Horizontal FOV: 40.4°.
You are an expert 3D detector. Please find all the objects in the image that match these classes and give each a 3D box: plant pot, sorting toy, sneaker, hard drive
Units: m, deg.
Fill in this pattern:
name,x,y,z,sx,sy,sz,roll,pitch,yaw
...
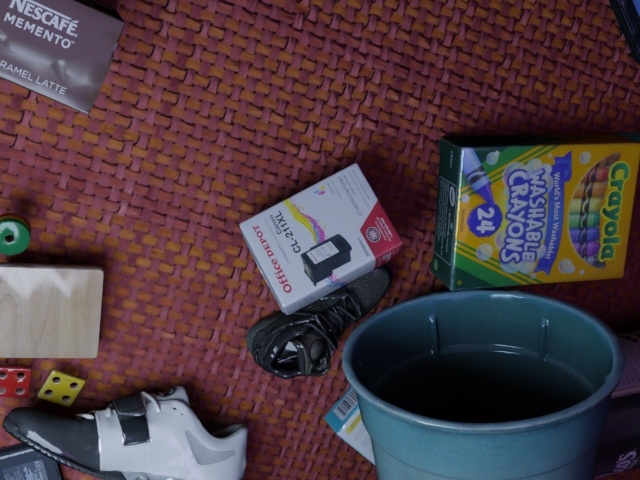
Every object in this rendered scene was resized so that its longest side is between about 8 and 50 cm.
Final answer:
name,x,y,z,sx,sy,sz,roll,pitch,yaw
plant pot,0.210,0.283,1.133,0.341,0.341,0.334,-11,113,-12
sorting toy,-0.347,0.089,1.101,0.132,0.046,0.274,3,117,-16
sneaker,0.014,0.112,1.173,0.227,0.130,0.087,-30,115,-7
hard drive,-0.422,0.326,1.177,0.135,0.022,0.094,-13,111,-12
sneaker,-0.248,0.251,1.159,0.330,0.122,0.146,24,77,-25

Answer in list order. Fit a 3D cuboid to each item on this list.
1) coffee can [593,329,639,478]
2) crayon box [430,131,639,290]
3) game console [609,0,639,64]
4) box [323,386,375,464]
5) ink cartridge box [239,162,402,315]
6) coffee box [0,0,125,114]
name,x,y,z,sx,sy,sz,roll,pitch,yaw
coffee can,0.462,0.237,1.298,0.275,0.201,0.201,-9,110,-13
crayon box,0.326,-0.046,1.232,0.323,0.083,0.203,-4,109,-15
game console,0.505,-0.396,1.119,0.250,0.173,0.293,-35,113,-3
box,0.127,0.306,1.298,0.244,0.060,0.100,44,85,-23
ink cartridge box,0.000,0.000,1.132,0.175,0.072,0.127,-28,79,-6
coffee box,-0.290,-0.222,0.913,0.141,0.246,0.098,21,101,-21
